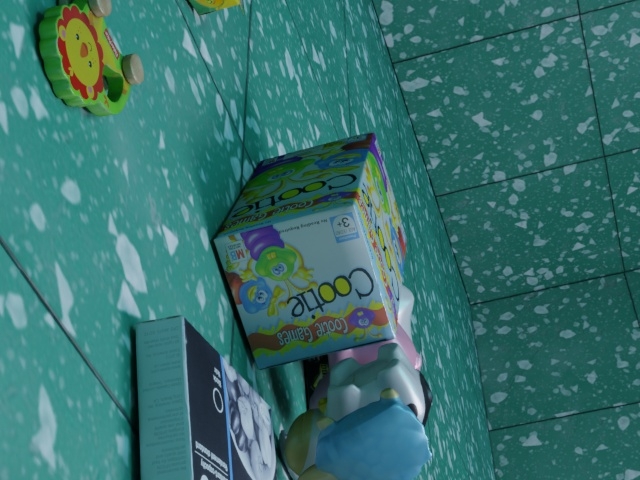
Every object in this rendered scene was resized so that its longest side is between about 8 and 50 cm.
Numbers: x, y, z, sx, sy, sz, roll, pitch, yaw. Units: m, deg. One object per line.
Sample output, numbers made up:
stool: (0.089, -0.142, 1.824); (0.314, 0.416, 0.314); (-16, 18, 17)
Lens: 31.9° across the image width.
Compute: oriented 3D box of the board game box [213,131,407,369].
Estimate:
board game box: (0.000, 0.000, 1.172); (0.275, 0.144, 0.142); (-73, 147, -69)

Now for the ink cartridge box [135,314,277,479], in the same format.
ink cartridge box: (-0.078, 0.190, 0.837); (0.206, 0.045, 0.208); (59, 22, -58)

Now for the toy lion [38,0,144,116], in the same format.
toy lion: (-0.168, -0.129, 0.804); (0.096, 0.034, 0.100); (-82, 157, -44)

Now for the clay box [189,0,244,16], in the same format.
clay box: (-0.134, -0.323, 1.116); (0.222, 0.053, 0.128); (57, 23, -63)

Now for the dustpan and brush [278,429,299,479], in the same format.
dustpan and brush: (0.005, 0.274, 1.142); (0.147, 0.060, 0.211); (-76, 157, -57)

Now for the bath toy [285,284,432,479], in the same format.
bath toy: (0.046, 0.156, 1.123); (0.348, 0.151, 0.129); (-77, 142, -70)

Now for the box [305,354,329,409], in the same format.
box: (0.026, 0.145, 1.369); (0.175, 0.051, 0.220); (61, 20, -53)
